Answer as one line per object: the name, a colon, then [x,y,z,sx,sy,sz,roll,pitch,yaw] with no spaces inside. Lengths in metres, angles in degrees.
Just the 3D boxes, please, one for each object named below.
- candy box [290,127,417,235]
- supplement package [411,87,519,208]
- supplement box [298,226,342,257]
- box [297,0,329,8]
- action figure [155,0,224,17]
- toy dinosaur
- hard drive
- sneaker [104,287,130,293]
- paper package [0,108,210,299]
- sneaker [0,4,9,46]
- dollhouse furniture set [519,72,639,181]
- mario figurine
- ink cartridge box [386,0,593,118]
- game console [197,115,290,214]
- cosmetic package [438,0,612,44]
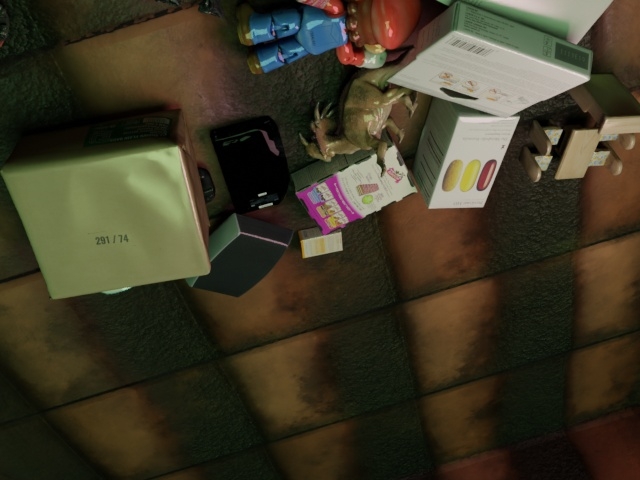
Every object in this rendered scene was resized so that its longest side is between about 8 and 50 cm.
candy box: [0.074,-0.125,1.688,0.234,0.071,0.159,-25,136,9]
supplement package: [0.298,-0.200,1.636,0.139,0.133,0.244,-3,135,-14]
supplement box: [0.000,0.000,1.818,0.099,0.036,0.062,-11,136,-6]
box: [0.024,-0.500,1.201,0.257,0.122,0.128,-46,174,21]
action figure: [-0.182,-0.495,1.190,0.164,0.141,0.275,10,105,-15]
toy dinosaur: [0.076,-0.258,1.530,0.200,0.127,0.295,25,112,5]
hard drive: [-0.189,0.043,1.765,0.172,0.054,0.255,17,138,-31]
sneaker: [-0.406,0.032,1.698,0.229,0.087,0.092,-32,128,6]
paper package: [-0.393,-0.068,1.485,0.325,0.168,0.309,-9,125,-1]
sneaker: [-0.627,-0.295,1.280,0.276,0.135,0.097,-47,120,-2]
dollhouse furniture set: [0.590,-0.217,1.690,0.212,0.161,0.242,-5,136,-13]
mario figurine: [0.020,-0.398,1.388,0.321,0.170,0.198,-9,172,6]
ink cartridge box: [0.291,-0.308,1.368,0.275,0.060,0.239,13,169,-20]
game console: [-0.246,-0.127,1.610,0.362,0.044,0.213,-15,135,-3]
cosmetic package: [0.295,-0.468,1.318,0.366,0.196,0.155,13,128,-30]
